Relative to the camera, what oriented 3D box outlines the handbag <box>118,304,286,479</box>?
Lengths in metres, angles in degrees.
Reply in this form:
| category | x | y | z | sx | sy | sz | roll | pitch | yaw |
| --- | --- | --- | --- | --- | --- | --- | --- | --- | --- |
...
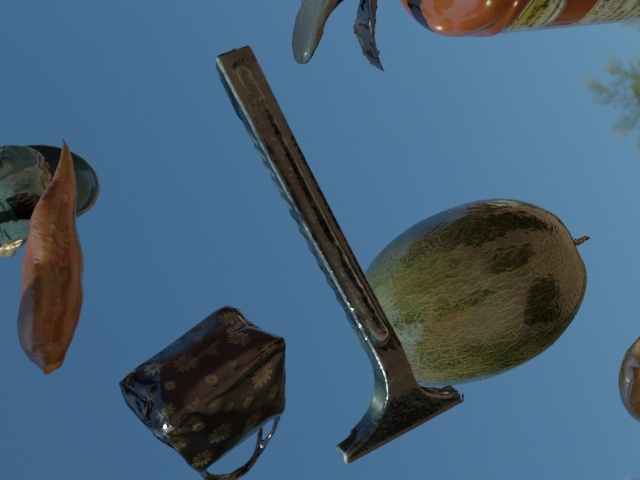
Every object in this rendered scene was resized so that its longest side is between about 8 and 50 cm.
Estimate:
| category | x | y | z | sx | sy | sz | roll | pitch | yaw |
| --- | --- | --- | --- | --- | --- | --- | --- | --- | --- |
| handbag | -0.077 | 0.132 | 0.939 | 0.115 | 0.072 | 0.139 | -37 | -43 | -26 |

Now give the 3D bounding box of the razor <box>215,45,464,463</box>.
| category | x | y | z | sx | sy | sz | roll | pitch | yaw |
| --- | --- | --- | --- | --- | --- | --- | --- | --- | --- |
| razor | 0.002 | -0.001 | 0.557 | 0.066 | 0.033 | 0.190 | -23 | -96 | -23 |

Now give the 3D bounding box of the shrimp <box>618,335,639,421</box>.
| category | x | y | z | sx | sy | sz | roll | pitch | yaw |
| --- | --- | --- | --- | --- | --- | --- | --- | --- | --- |
| shrimp | 0.248 | 0.082 | 0.767 | 0.162 | 0.045 | 0.095 | 19 | -84 | -30 |

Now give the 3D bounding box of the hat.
| category | x | y | z | sx | sy | sz | roll | pitch | yaw |
| --- | --- | --- | --- | --- | --- | --- | --- | --- | --- |
| hat | -0.336 | -0.057 | 1.320 | 0.138 | 0.191 | 0.078 | -91 | -15 | -50 |

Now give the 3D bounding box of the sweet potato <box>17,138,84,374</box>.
| category | x | y | z | sx | sy | sz | roll | pitch | yaw |
| --- | --- | --- | --- | --- | --- | --- | --- | --- | --- |
| sweet potato | -0.219 | 0.013 | 1.023 | 0.056 | 0.056 | 0.195 | 4 | -91 | -53 |

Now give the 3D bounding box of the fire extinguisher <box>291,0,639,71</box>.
| category | x | y | z | sx | sy | sz | roll | pitch | yaw |
| --- | --- | --- | --- | --- | --- | --- | --- | --- | --- |
| fire extinguisher | 0.151 | -0.217 | 0.760 | 0.376 | 0.113 | 0.200 | -11 | -76 | -28 |

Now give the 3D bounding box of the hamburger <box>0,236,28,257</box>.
| category | x | y | z | sx | sy | sz | roll | pitch | yaw |
| --- | --- | --- | --- | --- | --- | --- | --- | --- | --- |
| hamburger | -0.431 | -0.057 | 1.499 | 0.183 | 0.206 | 0.130 | 29 | -132 | -49 |

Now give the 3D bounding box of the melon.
| category | x | y | z | sx | sy | sz | roll | pitch | yaw |
| --- | --- | --- | --- | --- | --- | --- | --- | --- | --- |
| melon | 0.101 | 0.032 | 0.819 | 0.114 | 0.167 | 0.114 | 64 | 176 | 8 |
